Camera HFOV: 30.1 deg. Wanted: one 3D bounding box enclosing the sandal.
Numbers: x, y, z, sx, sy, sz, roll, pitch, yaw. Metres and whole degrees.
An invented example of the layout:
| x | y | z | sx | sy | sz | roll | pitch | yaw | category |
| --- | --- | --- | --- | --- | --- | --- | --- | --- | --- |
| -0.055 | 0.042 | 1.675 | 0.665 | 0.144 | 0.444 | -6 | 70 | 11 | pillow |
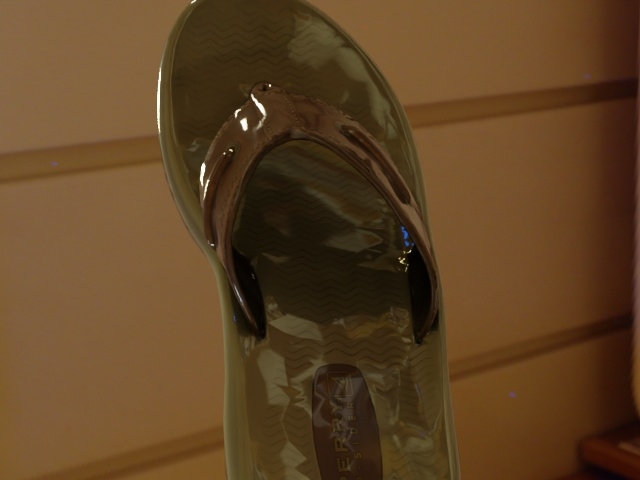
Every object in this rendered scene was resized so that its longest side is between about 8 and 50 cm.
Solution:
| x | y | z | sx | sy | sz | roll | pitch | yaw | category |
| --- | --- | --- | --- | --- | --- | --- | --- | --- | --- |
| 0.002 | 0.001 | 0.505 | 0.120 | 0.303 | 0.086 | -9 | -32 | -10 | sandal |
